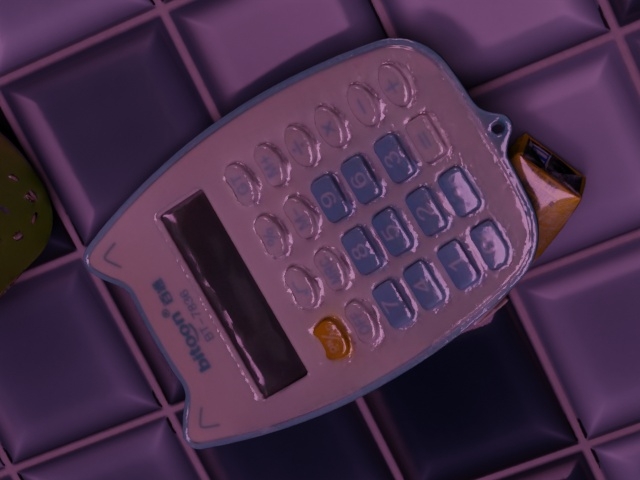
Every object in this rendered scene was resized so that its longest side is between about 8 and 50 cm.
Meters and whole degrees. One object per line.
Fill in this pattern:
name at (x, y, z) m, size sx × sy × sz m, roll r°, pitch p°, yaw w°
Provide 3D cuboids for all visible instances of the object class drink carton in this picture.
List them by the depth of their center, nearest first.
drink carton at (0.134, 0.012, 1.563) m, size 0.084 × 0.074 × 0.200 m, roll 36°, pitch 114°, yaw -5°

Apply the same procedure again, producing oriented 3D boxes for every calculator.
calculator at (0.000, 0.000, 1.551) m, size 0.386 × 0.054 × 0.256 m, roll -32°, pitch 86°, yaw 25°

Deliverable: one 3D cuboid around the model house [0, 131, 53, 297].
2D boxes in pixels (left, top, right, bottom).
model house at (-0.397, -0.046, 1.600) m, size 0.294 × 0.154 × 0.207 m, roll 45°, pitch 68°, yaw -25°
